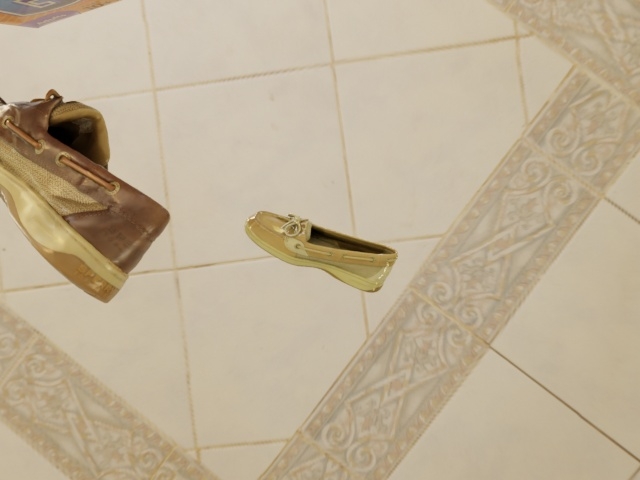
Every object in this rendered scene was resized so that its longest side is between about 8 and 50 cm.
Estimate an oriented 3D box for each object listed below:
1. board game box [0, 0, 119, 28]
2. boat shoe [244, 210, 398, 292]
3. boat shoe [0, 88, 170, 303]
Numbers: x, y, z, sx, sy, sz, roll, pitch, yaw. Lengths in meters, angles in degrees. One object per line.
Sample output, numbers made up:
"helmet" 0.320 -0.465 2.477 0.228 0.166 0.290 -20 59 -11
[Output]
"board game box" -0.287 -0.437 0.744 0.357 0.356 0.356 -10 96 20
"boat shoe" 0.000 0.001 0.778 0.153 0.056 0.048 25 120 -3
"boat shoe" -0.257 -0.080 0.767 0.123 0.123 0.342 -46 50 -4
